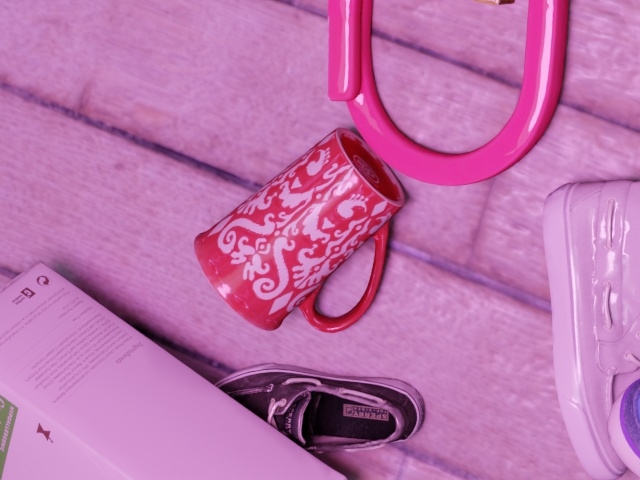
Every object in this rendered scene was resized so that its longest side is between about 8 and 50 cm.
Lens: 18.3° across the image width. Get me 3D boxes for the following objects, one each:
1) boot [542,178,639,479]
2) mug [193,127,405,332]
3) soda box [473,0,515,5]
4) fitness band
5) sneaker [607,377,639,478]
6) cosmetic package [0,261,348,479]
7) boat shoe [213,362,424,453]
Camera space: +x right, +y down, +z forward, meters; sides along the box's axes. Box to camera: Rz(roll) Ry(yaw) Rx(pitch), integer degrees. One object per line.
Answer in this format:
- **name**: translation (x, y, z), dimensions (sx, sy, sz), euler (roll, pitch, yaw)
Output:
- **boot**: translation (0.267, 0.074, 1.678), dimensions (0.123, 0.095, 0.258), euler (-7, 94, 31)
- **mug**: translation (-0.004, -0.007, 1.793), dimensions (0.169, 0.150, 0.113), euler (-41, 45, 19)
- **soda box**: translation (0.078, -0.244, 1.675), dimensions (0.181, 0.058, 0.061), euler (13, 102, 17)
- **fitness band**: translation (0.111, -0.192, 1.731), dimensions (0.209, 0.054, 0.291), euler (6, 101, 19)
- **sneaker**: translation (0.403, 0.129, 1.538), dimensions (0.322, 0.130, 0.236), euler (17, 146, 4)
- **cosmetic package**: translation (-0.178, 0.211, 1.828), dimensions (0.365, 0.155, 0.197), euler (34, 135, 17)
- **boat shoe**: translation (-0.017, 0.156, 1.826), dimensions (0.219, 0.070, 0.078), euler (-3, 97, 23)
